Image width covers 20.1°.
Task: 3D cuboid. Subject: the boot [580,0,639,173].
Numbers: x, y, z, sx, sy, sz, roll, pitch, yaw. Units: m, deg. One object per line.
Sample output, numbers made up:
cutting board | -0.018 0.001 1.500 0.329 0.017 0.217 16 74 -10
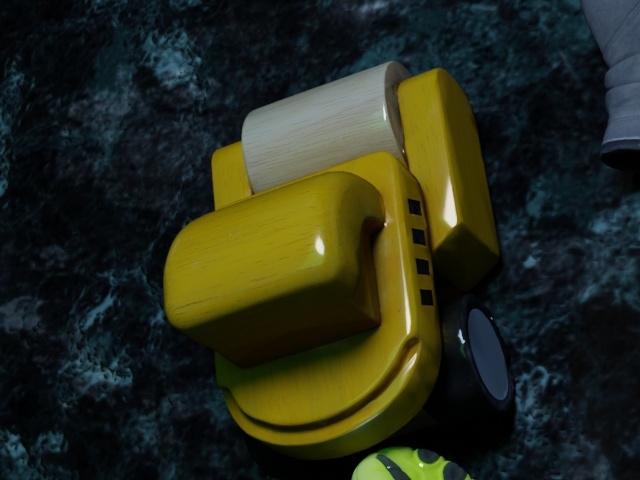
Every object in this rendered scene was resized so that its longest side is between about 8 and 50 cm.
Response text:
boot | 0.345 -0.187 1.313 0.338 0.118 0.223 -28 58 32

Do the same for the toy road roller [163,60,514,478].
toy road roller | 0.000 0.000 1.330 0.202 0.240 0.330 -18 59 21

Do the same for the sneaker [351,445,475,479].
sneaker | 0.116 0.273 1.231 0.295 0.109 0.123 51 133 28
